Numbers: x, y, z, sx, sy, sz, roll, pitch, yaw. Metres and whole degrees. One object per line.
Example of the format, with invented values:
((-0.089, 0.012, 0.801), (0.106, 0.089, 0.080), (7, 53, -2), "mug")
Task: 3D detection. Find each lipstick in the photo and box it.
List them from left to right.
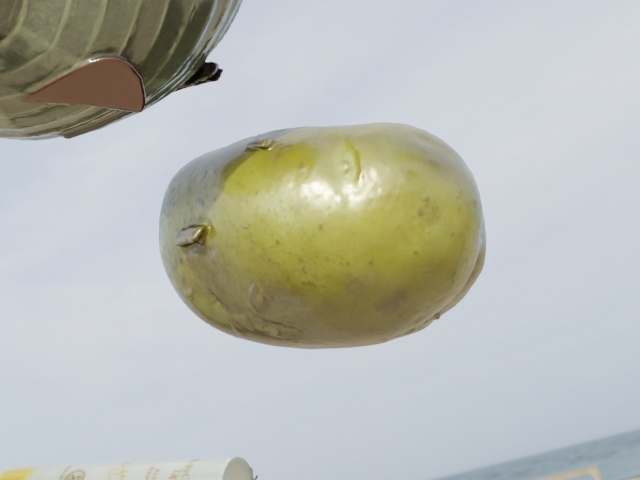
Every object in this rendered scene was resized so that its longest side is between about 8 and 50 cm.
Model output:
((-0.184, 0.223, 0.800), (0.264, 0.059, 0.059), (-10, -13, 23), "lipstick")

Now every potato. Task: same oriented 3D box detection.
((-0.002, -0.001, 0.619), (0.229, 0.148, 0.197), (2, -27, 17), "potato")

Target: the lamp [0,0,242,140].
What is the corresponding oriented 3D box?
((-0.167, -0.170, 0.529), (0.265, 0.233, 0.233), (-2, -13, 13), "lamp")
